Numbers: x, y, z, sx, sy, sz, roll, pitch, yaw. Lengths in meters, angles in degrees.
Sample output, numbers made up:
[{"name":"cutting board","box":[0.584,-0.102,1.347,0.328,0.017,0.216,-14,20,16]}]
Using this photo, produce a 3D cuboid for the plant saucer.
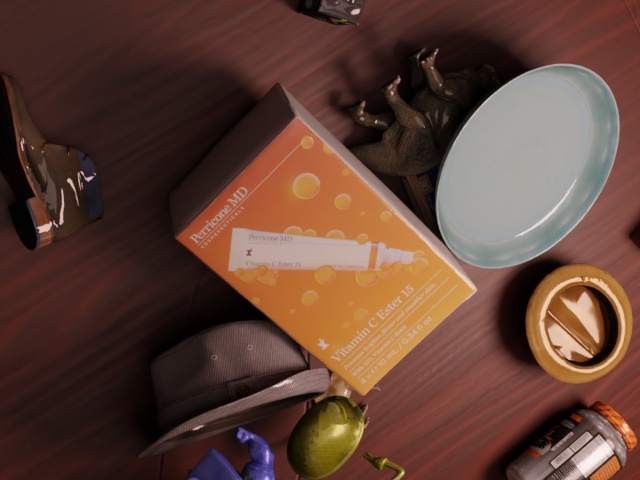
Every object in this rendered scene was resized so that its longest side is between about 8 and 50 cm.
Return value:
[{"name":"plant saucer","box":[0.287,-0.107,1.466,0.317,0.044,0.317,-17,128,-23]}]

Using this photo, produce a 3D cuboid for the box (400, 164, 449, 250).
[{"name":"box","box":[0.238,-0.092,1.527,0.225,0.036,0.136,-31,110,-14]}]

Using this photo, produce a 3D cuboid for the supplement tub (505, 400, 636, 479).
[{"name":"supplement tub","box":[0.398,0.348,1.635,0.190,0.117,0.117,-37,111,-11]}]

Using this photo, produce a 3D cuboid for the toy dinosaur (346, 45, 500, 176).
[{"name":"toy dinosaur","box":[0.143,-0.164,1.431,0.313,0.121,0.160,-42,106,-11]}]

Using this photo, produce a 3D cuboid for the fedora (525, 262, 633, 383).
[{"name":"fedora","box":[0.389,0.126,1.606,0.194,0.079,0.194,-2,97,-16]}]

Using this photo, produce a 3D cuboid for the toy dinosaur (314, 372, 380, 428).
[{"name":"toy dinosaur","box":[0.027,0.239,1.515,0.092,0.053,0.183,23,85,-8]}]

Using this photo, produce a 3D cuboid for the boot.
[{"name":"boot","box":[-0.344,-0.106,1.293,0.106,0.082,0.219,-19,104,-39]}]

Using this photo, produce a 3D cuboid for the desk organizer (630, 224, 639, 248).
[{"name":"desk organizer","box":[0.559,-0.035,1.653,0.047,0.050,0.130,42,85,-23]}]

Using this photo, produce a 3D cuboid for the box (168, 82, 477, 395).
[{"name":"box","box":[0.000,0.000,1.358,0.215,0.168,0.345,-45,113,9]}]

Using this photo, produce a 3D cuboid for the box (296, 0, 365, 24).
[{"name":"box","box":[0.016,-0.317,1.367,0.062,0.083,0.052,13,96,-22]}]

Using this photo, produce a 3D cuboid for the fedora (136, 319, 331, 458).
[{"name":"fedora","box":[-0.128,0.183,1.369,0.275,0.244,0.124,-20,77,-1]}]

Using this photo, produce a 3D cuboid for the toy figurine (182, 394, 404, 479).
[{"name":"toy figurine","box":[-0.094,0.344,1.350,0.362,0.191,0.217,-46,140,1]}]
